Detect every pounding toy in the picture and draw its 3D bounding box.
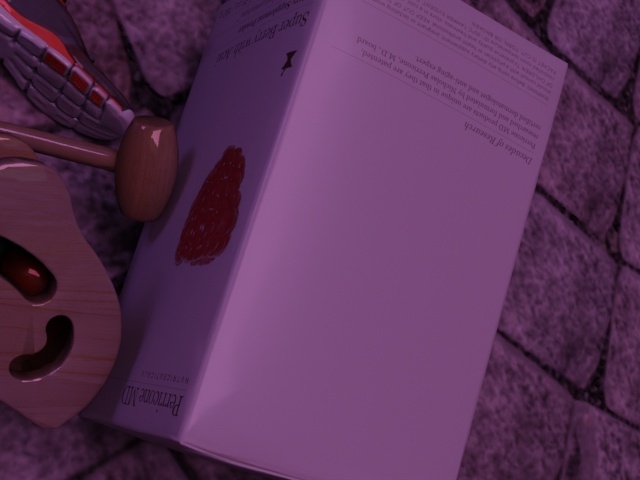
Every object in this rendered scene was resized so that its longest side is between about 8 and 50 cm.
[{"bbox_3d":[-0.210,0.015,0.626,0.269,0.155,0.154,-9,111,-26],"label":"pounding toy"}]

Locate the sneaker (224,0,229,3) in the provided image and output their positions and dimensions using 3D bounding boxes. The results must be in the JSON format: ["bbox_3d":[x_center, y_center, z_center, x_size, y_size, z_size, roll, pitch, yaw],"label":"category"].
[{"bbox_3d":[0.008,-0.157,0.815,0.229,0.086,0.132,42,63,-6],"label":"sneaker"}]

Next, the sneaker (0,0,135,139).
[{"bbox_3d":[-0.172,-0.133,0.697,0.158,0.061,0.065,44,52,-17],"label":"sneaker"}]

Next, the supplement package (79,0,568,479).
[{"bbox_3d":[0.000,0.000,0.676,0.175,0.177,0.293,23,75,-26],"label":"supplement package"}]
